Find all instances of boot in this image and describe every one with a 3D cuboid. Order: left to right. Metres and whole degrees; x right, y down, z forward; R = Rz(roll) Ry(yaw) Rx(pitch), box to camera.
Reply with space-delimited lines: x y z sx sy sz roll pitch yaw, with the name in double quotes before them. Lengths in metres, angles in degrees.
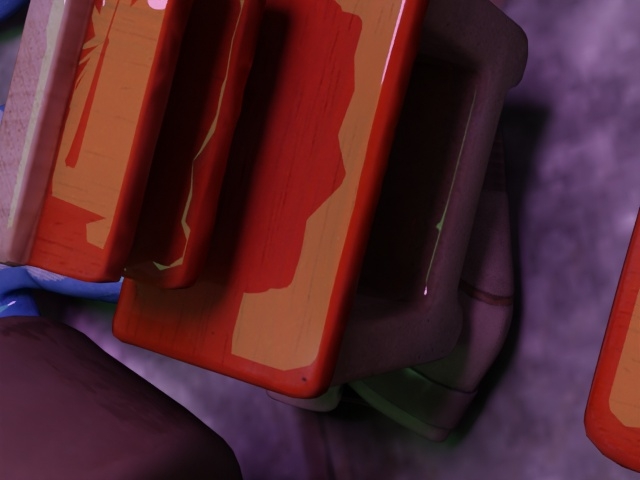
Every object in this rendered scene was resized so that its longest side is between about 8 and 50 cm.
"boot" 0.000 0.000 0.522 0.118 0.042 0.087 21 103 39

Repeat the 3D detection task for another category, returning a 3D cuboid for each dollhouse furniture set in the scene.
"dollhouse furniture set" 0.080 0.008 0.381 0.259 0.135 0.262 15 93 25

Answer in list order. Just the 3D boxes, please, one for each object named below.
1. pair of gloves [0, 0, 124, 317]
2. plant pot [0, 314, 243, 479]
"pair of gloves" -0.088 -0.057 0.578 0.159 0.023 0.198 -1 81 50
"plant pot" -0.040 0.182 0.432 0.229 0.263 0.263 30 103 14
